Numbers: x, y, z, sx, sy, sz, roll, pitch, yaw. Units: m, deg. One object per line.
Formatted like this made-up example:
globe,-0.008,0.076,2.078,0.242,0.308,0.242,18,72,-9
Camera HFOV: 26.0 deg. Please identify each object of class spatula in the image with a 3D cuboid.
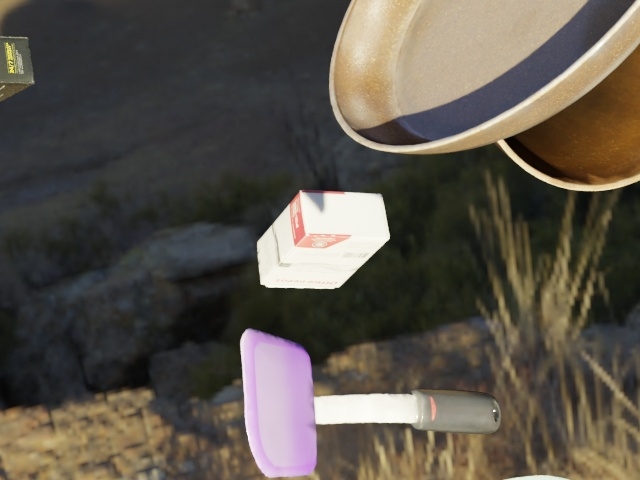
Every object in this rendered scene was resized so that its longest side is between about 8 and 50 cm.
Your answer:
spatula,0.040,0.109,0.886,0.030,0.084,0.296,-13,-15,37

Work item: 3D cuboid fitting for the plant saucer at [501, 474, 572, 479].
plant saucer,0.157,0.278,1.177,0.195,0.195,0.037,-13,42,-8

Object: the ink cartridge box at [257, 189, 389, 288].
ink cartridge box,0.000,0.000,1.499,0.099,0.056,0.135,2,-25,-25

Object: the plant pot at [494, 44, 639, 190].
plant pot,0.191,-0.168,1.194,0.215,0.215,0.230,-15,15,-12

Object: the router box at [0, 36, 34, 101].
router box,-0.350,-0.134,1.198,0.133,0.046,0.179,-5,-7,-41

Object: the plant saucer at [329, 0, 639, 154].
plant saucer,0.134,-0.175,0.918,0.311,0.050,0.310,-33,35,27
